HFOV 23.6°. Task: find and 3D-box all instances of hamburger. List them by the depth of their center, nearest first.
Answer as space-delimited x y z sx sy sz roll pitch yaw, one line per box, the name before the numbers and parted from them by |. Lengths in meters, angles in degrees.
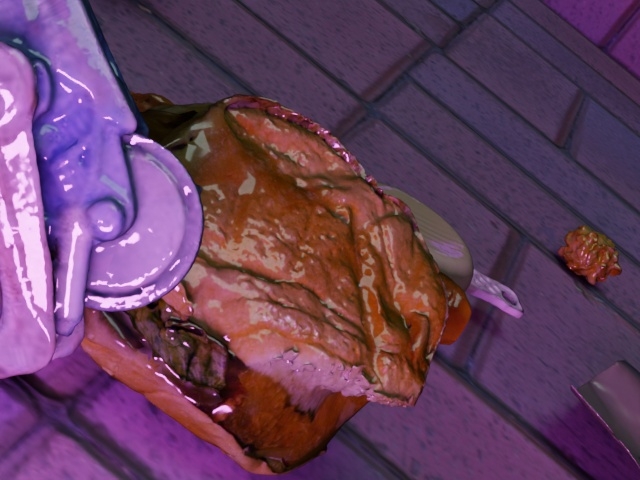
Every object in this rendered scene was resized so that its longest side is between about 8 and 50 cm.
hamburger | -0.053 0.024 1.097 0.285 0.134 0.265 43 35 -12

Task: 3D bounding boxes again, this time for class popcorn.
popcorn | 0.339 0.019 1.915 0.083 0.057 0.082 37 14 5

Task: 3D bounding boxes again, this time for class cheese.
cheese | 0.115 0.021 1.533 0.227 0.064 0.137 27 27 -26

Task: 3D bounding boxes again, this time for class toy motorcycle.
toy motorcycle | -0.219 -0.074 0.904 0.241 0.182 0.319 -23 89 -27

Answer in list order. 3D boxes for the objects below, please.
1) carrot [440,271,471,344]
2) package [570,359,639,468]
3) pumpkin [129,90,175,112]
carrot | 0.000 0.000 1.398 0.314 0.066 0.066 31 22 -13
package | 0.336 0.212 1.504 0.204 0.062 0.251 46 19 18
pumpkin | -0.279 -0.131 1.151 0.290 0.095 0.258 41 29 8
